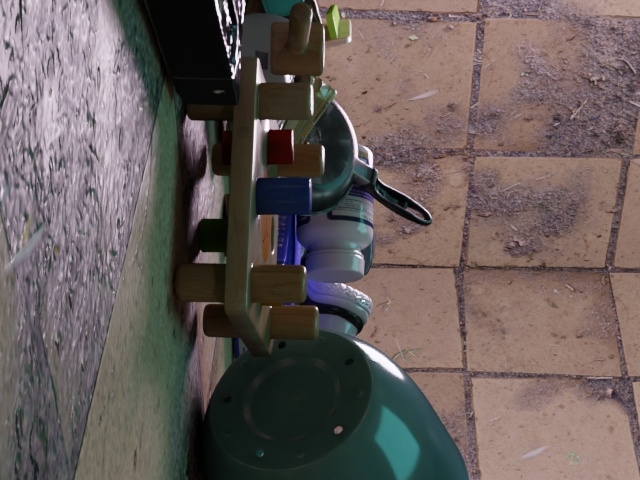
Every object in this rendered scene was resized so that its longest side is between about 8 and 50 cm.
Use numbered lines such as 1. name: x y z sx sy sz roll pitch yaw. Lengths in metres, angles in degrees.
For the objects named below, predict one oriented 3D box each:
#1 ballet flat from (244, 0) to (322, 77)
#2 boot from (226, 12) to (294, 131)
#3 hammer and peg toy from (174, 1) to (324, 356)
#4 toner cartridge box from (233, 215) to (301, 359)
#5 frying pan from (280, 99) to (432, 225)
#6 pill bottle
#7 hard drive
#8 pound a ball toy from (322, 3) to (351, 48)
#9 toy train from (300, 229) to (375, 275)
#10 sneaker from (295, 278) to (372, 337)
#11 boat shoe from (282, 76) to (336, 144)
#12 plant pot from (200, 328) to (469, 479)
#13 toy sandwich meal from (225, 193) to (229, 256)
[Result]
1. ballet flat: -0.065 -0.322 1.855 0.342 0.116 0.124 82 -11 -54
2. boot: -0.082 -0.180 1.684 0.258 0.095 0.123 -80 -177 -58
3. hammer and peg toy: -0.067 -0.079 1.395 0.266 0.127 0.361 75 16 -76
4. toner cartridge box: -0.073 0.022 1.964 0.348 0.075 0.165 -84 175 -64
5. frying pan: 0.019 -0.086 1.872 0.053 0.326 0.197 -24 -157 52
6. pill bottle: 0.021 -0.038 1.960 0.112 0.112 0.187 84 7 -74
7. hard drive: -0.103 -0.278 1.109 0.339 0.064 0.237 87 5 -75
8. pound a ball toy: -0.033 -0.421 2.183 0.319 0.135 0.208 -88 168 -74
9. toy train: 0.000 0.000 2.383 0.334 0.190 0.142 -65 157 -84
10. sneaker: -0.044 0.169 2.158 0.210 0.137 0.366 -68 -166 -10
11. boat shoe: -0.043 -0.123 1.753 0.190 0.072 0.068 -55 -152 24
12. plant pot: 0.000 0.238 1.521 0.235 0.293 0.293 66 20 -46
13. toy sandwich meal: -0.106 -0.018 1.708 0.085 0.029 0.086 -176 -90 -81
